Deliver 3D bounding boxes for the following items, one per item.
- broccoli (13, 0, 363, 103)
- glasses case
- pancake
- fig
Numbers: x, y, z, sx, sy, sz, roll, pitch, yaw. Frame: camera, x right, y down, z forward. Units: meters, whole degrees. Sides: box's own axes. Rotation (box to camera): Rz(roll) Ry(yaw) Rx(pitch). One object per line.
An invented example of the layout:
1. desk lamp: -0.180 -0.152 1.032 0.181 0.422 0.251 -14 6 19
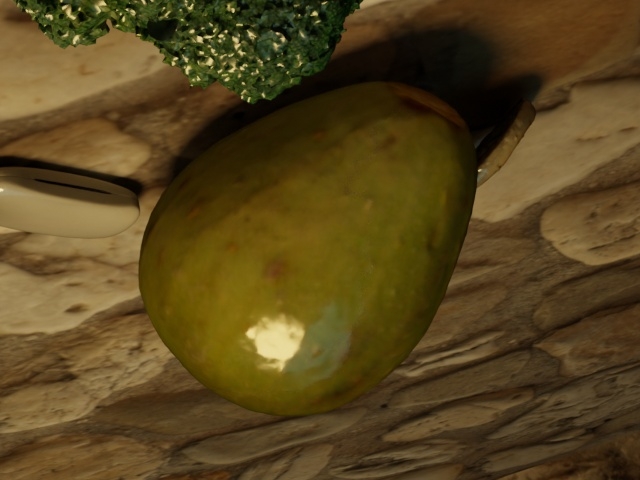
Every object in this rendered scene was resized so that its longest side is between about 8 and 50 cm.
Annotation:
1. broccoli: -0.076 -0.213 0.676 0.254 0.269 0.269 -56 149 -1
2. glasses case: -0.237 -0.033 1.102 0.164 0.041 0.063 10 143 -42
3. pancake: 0.150 -0.074 1.169 0.151 0.025 0.151 -48 -176 5
4. fig: 0.000 0.000 1.074 0.326 0.258 0.258 -44 145 24
